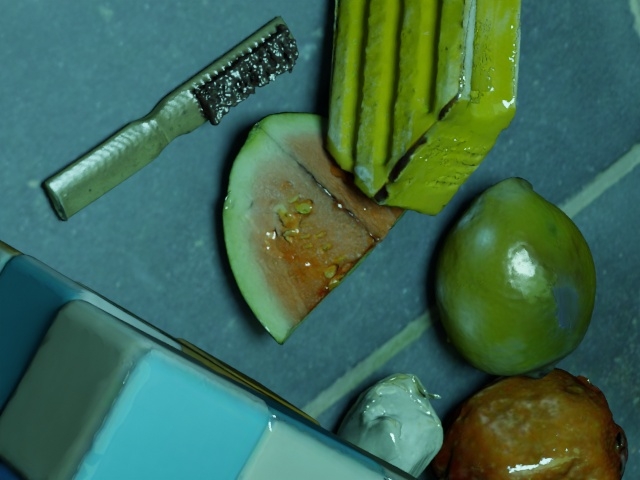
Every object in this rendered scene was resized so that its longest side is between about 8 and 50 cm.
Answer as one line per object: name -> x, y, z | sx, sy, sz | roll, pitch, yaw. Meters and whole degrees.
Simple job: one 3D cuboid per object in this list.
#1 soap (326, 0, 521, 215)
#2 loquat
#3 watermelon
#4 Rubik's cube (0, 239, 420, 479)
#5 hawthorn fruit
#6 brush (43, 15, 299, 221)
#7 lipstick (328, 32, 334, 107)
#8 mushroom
soap -> 0.082, -0.152, 1.266 | 0.080, 0.160, 0.257 | 8, 83, -39
loquat -> 0.178, 0.035, 1.440 | 0.152, 0.152, 0.195 | -22, 107, -27
watermelon -> -0.010, -0.008, 1.334 | 0.193, 0.137, 0.145 | 18, 127, -35
Rubik's cube -> -0.160, 0.237, 1.150 | 0.347, 0.344, 0.346 | 34, 83, -34
hawthorn fruit -> 0.200, 0.205, 1.488 | 0.179, 0.173, 0.173 | 8, 100, -47
brush -> -0.113, -0.098, 1.268 | 0.248, 0.036, 0.043 | -37, 117, -20
lipstick -> 0.019, -0.159, 1.347 | 0.019, 0.019, 0.094 | -5, 107, -33
mushroom -> 0.022, 0.246, 1.427 | 0.099, 0.096, 0.278 | 32, 89, -35
